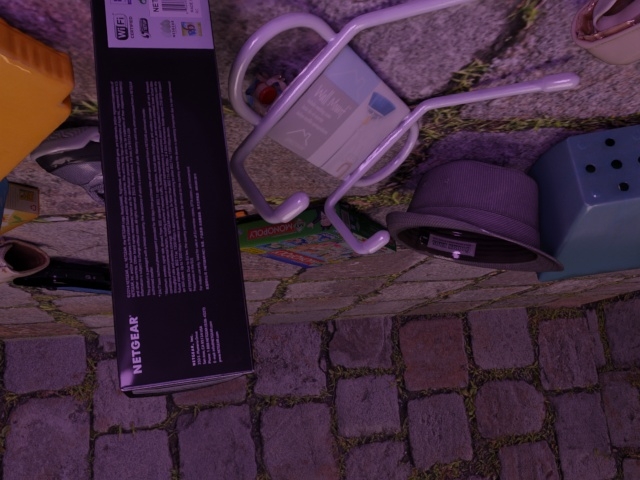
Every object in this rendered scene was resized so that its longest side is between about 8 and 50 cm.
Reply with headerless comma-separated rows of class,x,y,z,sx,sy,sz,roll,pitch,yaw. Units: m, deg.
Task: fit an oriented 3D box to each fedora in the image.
fedora,0.231,-0.041,0.924,0.244,0.124,0.275,20,170,-24

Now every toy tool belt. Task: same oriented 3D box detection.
toy tool belt,-0.053,-0.143,0.627,0.052,0.051,0.083,-41,155,4

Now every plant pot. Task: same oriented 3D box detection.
plant pot,0.401,-0.060,0.912,0.166,0.165,0.234,-9,159,8

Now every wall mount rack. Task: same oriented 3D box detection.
wall mount rack,0.084,-0.126,0.620,0.304,0.130,0.350,-45,154,14

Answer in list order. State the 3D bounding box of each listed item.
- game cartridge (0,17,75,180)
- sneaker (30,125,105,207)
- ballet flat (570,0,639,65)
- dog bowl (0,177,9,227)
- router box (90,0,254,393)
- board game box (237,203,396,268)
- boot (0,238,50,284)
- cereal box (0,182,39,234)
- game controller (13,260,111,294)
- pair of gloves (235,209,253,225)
game cartridge,-0.392,-0.106,0.454,0.285,0.052,0.324,-32,152,24
sneaker,-0.228,-0.038,0.770,0.101,0.153,0.269,-14,164,29
ballet flat,0.284,-0.207,0.456,0.086,0.086,0.248,0,166,-20
dog bowl,-0.441,-0.059,0.665,0.166,0.074,0.297,-10,158,-15
router box,-0.127,-0.036,0.494,0.081,0.308,0.243,-5,166,-17
board game box,0.000,0.000,1.209,0.214,0.046,0.317,-12,167,22
boot,-0.619,0.042,1.110,0.165,0.077,0.213,-13,169,30
cereal box,-0.530,-0.050,0.827,0.173,0.047,0.240,-17,161,33
game controller,-0.511,0.100,1.401,0.167,0.067,0.319,-14,163,31
pair of gloves,-0.160,-0.036,1.101,0.074,0.010,0.083,-6,167,4
